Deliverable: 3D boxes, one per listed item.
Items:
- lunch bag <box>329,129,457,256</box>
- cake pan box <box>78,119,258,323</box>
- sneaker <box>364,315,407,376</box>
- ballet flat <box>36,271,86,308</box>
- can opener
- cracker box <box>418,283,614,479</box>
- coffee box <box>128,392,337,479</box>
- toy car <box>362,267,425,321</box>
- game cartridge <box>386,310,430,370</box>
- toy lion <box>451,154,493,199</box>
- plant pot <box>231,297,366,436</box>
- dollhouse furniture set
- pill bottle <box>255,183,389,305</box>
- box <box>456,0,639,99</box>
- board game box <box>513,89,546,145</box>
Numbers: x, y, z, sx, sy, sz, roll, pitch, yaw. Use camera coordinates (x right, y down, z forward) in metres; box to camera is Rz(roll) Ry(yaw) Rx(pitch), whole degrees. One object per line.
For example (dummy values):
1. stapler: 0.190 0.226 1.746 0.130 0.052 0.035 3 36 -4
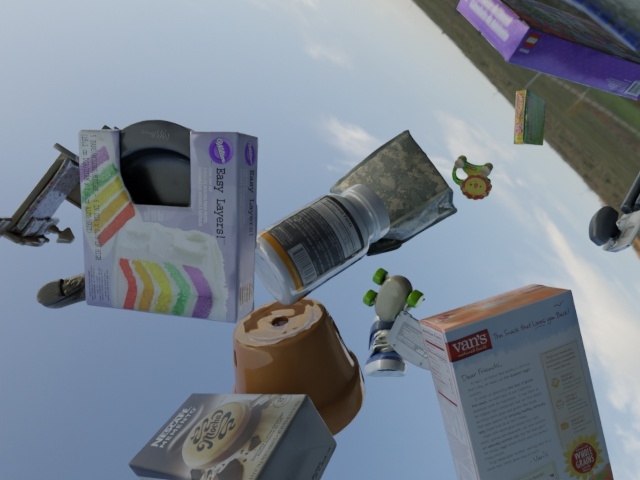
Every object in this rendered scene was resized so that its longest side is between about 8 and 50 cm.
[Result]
1. lunch bag: 0.188 -0.114 1.154 0.235 0.287 0.169 63 -170 28
2. cake pan box: -0.213 -0.029 0.590 0.246 0.266 0.070 5 -171 11
3. sneaker: 0.209 0.316 1.349 0.323 0.130 0.236 64 -154 -68
4. ballet flat: -0.511 0.102 0.956 0.250 0.058 0.084 -18 -121 -4
5. can opener: 0.708 -0.097 0.949 0.095 0.076 0.283 35 -102 -2
6. cracker box: 0.217 0.181 0.466 0.156 0.067 0.232 -15 -86 -11
7. coffee box: -0.148 0.355 0.690 0.118 0.297 0.168 63 -143 -17
8. toy car: 0.253 0.170 1.299 0.155 0.148 0.188 32 -160 30
9. game cartridge: 0.132 0.140 0.577 0.017 0.056 0.083 26 -177 -43
10. toy lion: 0.364 -0.146 1.008 0.100 0.096 0.034 22 -141 19
11. plant pot: -0.063 0.256 0.890 0.291 0.291 0.203 -44 -54 -55
12. dollhouse furniture set: -0.466 -0.101 0.875 0.174 0.303 0.355 35 174 -15
13. pill bottle: 0.000 0.000 0.875 0.278 0.162 0.162 -32 -106 -23
14. box: 0.401 -0.343 0.713 0.293 0.057 0.200 5 -133 -21
15. board game box: 0.534 -0.305 1.065 0.259 0.039 0.124 -16 -72 -55
